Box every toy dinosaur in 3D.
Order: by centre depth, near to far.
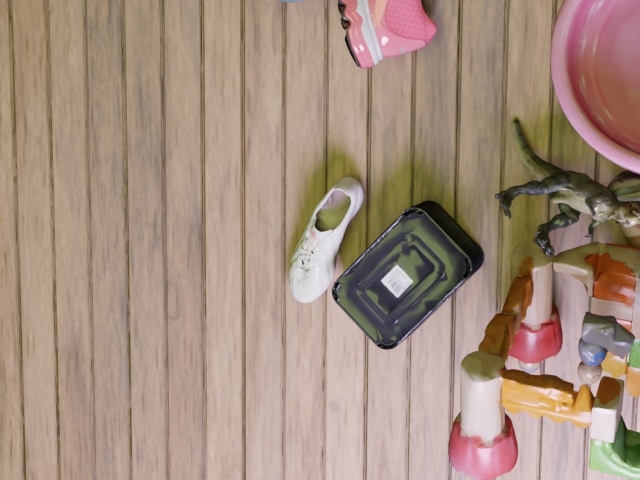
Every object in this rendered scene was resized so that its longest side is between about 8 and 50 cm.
[{"bbox_3d":[0.294,-0.054,1.683,0.118,0.064,0.268,-39,47,-11],"label":"toy dinosaur"}]

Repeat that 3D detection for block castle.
[{"bbox_3d":[0.404,0.190,1.614,0.453,0.303,0.213,11,132,20],"label":"block castle"}]

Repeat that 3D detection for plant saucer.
[{"bbox_3d":[0.448,-0.228,1.613,0.332,0.084,0.332,-6,75,23],"label":"plant saucer"}]

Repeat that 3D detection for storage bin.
[{"bbox_3d":[0.118,0.046,1.815,0.122,0.084,0.180,46,109,7],"label":"storage bin"}]

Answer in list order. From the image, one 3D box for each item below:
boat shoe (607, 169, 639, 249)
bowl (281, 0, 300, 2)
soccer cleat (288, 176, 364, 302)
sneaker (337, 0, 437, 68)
[{"bbox_3d":[0.520,-0.052,1.648,0.324,0.123,0.116,-10,99,30],"label":"boat shoe"},{"bbox_3d":[-0.091,-0.461,1.689,0.311,0.163,0.312,6,97,54],"label":"bowl"},{"bbox_3d":[0.000,0.000,1.853,0.068,0.076,0.196,29,107,13],"label":"soccer cleat"},{"bbox_3d":[0.076,-0.390,1.766,0.136,0.116,0.314,-11,94,0],"label":"sneaker"}]
